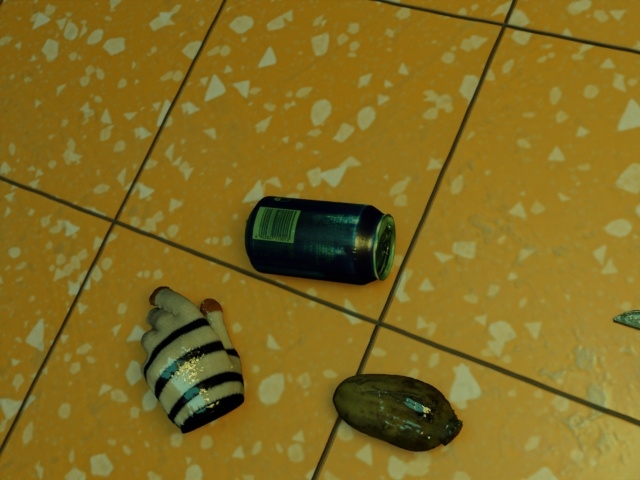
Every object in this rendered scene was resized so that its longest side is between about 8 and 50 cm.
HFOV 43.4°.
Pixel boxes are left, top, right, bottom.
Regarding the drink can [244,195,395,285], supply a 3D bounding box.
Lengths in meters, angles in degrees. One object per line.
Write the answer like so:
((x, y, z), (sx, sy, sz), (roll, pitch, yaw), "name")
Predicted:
((0.000, 0.000, 1.153), (0.204, 0.118, 0.118), (7, 74, 22), "drink can")

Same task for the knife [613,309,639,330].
((0.472, 0.124, 0.998), (0.210, 0.015, 0.028), (20, 84, 25), "knife")

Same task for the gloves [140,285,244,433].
((-0.200, 0.158, 1.164), (0.140, 0.131, 0.219), (-32, 73, 4), "gloves")

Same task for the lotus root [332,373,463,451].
((0.101, 0.222, 1.058), (0.179, 0.080, 0.089), (13, 89, 28), "lotus root")
